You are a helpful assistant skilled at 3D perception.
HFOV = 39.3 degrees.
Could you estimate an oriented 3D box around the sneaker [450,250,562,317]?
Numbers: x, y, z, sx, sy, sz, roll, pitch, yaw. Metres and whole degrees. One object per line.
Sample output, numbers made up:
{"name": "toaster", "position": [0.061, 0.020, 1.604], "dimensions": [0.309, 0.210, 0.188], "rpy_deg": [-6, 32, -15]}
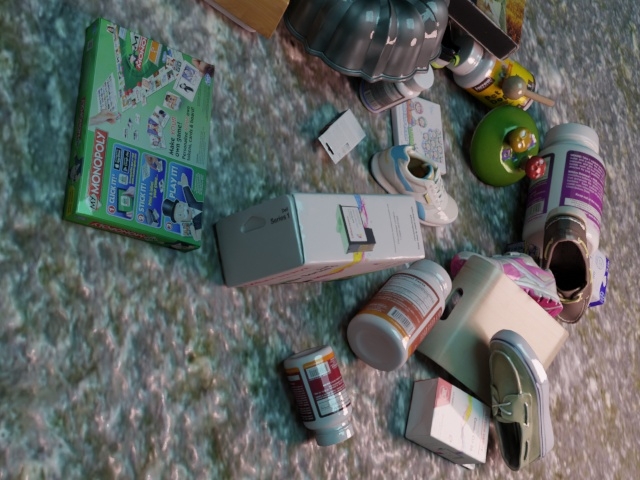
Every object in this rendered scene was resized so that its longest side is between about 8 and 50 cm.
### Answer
{"name": "sneaker", "position": [0.382, 0.076, 1.859], "dimensions": [0.252, 0.103, 0.111], "rpy_deg": [24, 47, -15]}

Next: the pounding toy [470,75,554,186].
{"name": "pounding toy", "position": [0.440, -0.220, 1.941], "dimensions": [0.183, 0.110, 0.236], "rpy_deg": [20, 95, -35]}

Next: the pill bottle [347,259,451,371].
{"name": "pill bottle", "position": [0.150, 0.129, 1.628], "dimensions": [0.216, 0.121, 0.121], "rpy_deg": [-44, 108, -42]}

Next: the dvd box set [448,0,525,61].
{"name": "dvd box set", "position": [0.334, -0.618, 1.982], "dimensions": [0.308, 0.062, 0.420], "rpy_deg": [37, 43, -19]}

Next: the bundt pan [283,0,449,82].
{"name": "bundt pan", "position": [0.096, -0.452, 1.654], "dimensions": [0.331, 0.124, 0.330], "rpy_deg": [10, 55, -15]}

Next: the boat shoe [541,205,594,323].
{"name": "boat shoe", "position": [0.533, 0.076, 1.941], "dimensions": [0.096, 0.117, 0.324], "rpy_deg": [-71, 156, -44]}

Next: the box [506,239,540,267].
{"name": "box", "position": [0.441, 0.089, 1.958], "dimensions": [0.059, 0.054, 0.168], "rpy_deg": [25, 62, -35]}

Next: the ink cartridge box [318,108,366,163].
{"name": "ink cartridge box", "position": [0.033, -0.192, 1.680], "dimensions": [0.062, 0.029, 0.115], "rpy_deg": [57, 49, -15]}

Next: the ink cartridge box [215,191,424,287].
{"name": "ink cartridge box", "position": [0.000, 0.000, 1.469], "dimensions": [0.278, 0.201, 0.117], "rpy_deg": [-1, 78, -43]}

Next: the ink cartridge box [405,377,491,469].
{"name": "ink cartridge box", "position": [0.257, 0.351, 1.697], "dimensions": [0.198, 0.067, 0.115], "rpy_deg": [32, 57, -32]}

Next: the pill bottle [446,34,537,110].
{"name": "pill bottle", "position": [0.376, -0.368, 1.992], "dimensions": [0.215, 0.117, 0.117], "rpy_deg": [26, 61, -35]}

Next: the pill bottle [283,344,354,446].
{"name": "pill bottle", "position": [0.001, 0.256, 1.474], "dimensions": [0.086, 0.086, 0.151], "rpy_deg": [-20, 92, -45]}

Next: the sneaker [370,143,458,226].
{"name": "sneaker", "position": [0.204, -0.104, 1.769], "dimensions": [0.229, 0.092, 0.087], "rpy_deg": [36, 54, -32]}

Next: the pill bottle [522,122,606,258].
{"name": "pill bottle", "position": [0.563, -0.114, 2.053], "dimensions": [0.169, 0.169, 0.301], "rpy_deg": [34, 57, -31]}

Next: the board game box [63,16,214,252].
{"name": "board game box", "position": [-0.270, -0.159, 1.374], "dimensions": [0.214, 0.046, 0.317], "rpy_deg": [17, 66, -38]}

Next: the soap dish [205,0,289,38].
{"name": "soap dish", "position": [-0.158, -0.522, 1.538], "dimensions": [0.291, 0.118, 0.228], "rpy_deg": [30, 59, -32]}

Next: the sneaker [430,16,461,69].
{"name": "sneaker", "position": [0.239, -0.480, 1.910], "dimensions": [0.084, 0.097, 0.234], "rpy_deg": [-28, 97, -44]}

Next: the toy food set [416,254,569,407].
{"name": "toy food set", "position": [0.342, 0.201, 1.786], "dimensions": [0.306, 0.092, 0.219], "rpy_deg": [39, 82, -27]}

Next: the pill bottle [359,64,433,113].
{"name": "pill bottle", "position": [0.148, -0.305, 1.745], "dimensions": [0.078, 0.137, 0.078], "rpy_deg": [15, 67, -40]}

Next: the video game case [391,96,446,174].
{"name": "video game case", "position": [0.203, -0.223, 1.854], "dimensions": [0.143, 0.019, 0.157], "rpy_deg": [10, 71, -41]}

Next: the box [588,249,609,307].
{"name": "box", "position": [0.609, 0.071, 2.108], "dimensions": [0.137, 0.072, 0.126], "rpy_deg": [37, 54, -29]}

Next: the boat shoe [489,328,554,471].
{"name": "boat shoe", "position": [0.374, 0.311, 1.704], "dimensions": [0.094, 0.109, 0.302], "rpy_deg": [-34, 117, -31]}
